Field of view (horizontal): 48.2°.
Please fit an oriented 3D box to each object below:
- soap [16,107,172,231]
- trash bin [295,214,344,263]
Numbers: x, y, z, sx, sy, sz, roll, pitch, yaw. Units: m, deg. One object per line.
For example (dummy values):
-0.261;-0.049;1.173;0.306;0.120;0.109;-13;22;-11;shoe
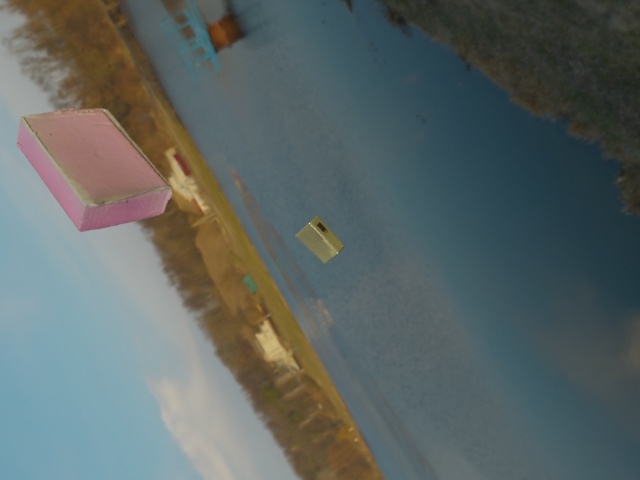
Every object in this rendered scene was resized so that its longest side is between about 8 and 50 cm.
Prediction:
-0.420;-0.137;1.329;0.259;0.181;0.081;47;132;24;soap
0.000;0.000;1.566;0.092;0.043;0.061;46;130;-2;trash bin
